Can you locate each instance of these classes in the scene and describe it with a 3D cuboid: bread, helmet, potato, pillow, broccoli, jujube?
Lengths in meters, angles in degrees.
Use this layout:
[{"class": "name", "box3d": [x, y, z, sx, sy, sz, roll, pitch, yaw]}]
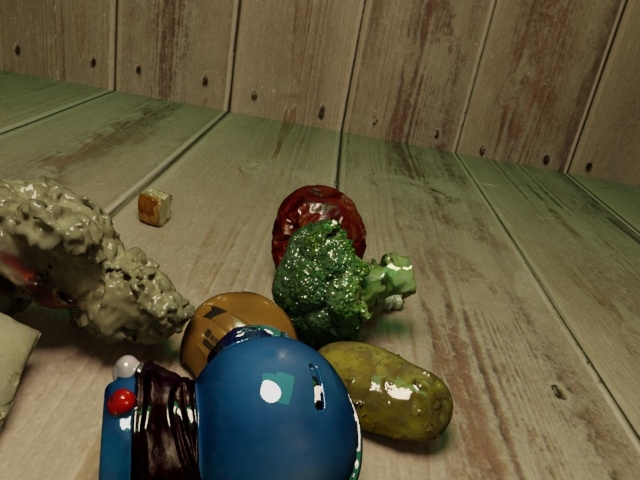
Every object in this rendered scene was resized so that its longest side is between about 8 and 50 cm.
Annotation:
[{"class": "bread", "box3d": [-0.428, -0.084, 1.462, 0.070, 0.083, 0.077, 11, 23, 9]}, {"class": "helmet", "box3d": [-0.127, 0.163, 0.964, 0.224, 0.130, 0.198, 24, 29, 26]}, {"class": "potato", "box3d": [0.090, 0.238, 0.911, 0.251, 0.113, 0.149, 12, 29, 26]}, {"class": "pillow", "box3d": [-0.467, 0.161, 0.771, 0.077, 0.134, 0.181, -24, 37, 19]}, {"class": "broccoli", "box3d": [0.045, 0.085, 1.054, 0.270, 0.270, 0.270, -6, 26, -10]}, {"class": "jujube", "box3d": [0.000, 0.000, 1.261, 0.213, 0.232, 0.213, 7, 23, -3]}]

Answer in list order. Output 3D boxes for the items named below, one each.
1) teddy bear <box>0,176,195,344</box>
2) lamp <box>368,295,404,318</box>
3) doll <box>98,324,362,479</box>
[{"class": "teddy bear", "box3d": [-0.383, 0.066, 0.898, 0.367, 0.357, 0.224, 33, 61, 1]}, {"class": "lamp", "box3d": [0.122, 0.128, 1.225, 0.163, 0.091, 0.091, 11, 17, -44]}, {"class": "doll", "box3d": [-0.103, 0.236, 0.689, 0.309, 0.240, 0.284, 2, 48, -18]}]
